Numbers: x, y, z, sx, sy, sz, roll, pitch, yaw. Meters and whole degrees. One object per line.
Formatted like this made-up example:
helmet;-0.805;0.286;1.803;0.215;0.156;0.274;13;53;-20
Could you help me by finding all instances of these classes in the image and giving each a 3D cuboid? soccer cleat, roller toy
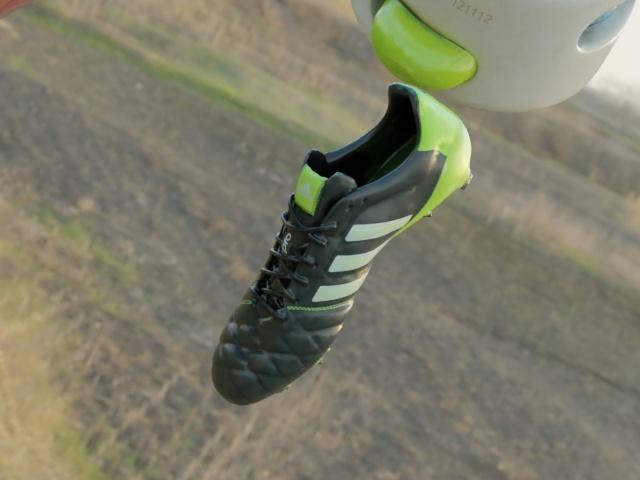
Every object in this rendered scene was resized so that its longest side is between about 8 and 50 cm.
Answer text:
soccer cleat;0.000;0.000;0.751;0.060;0.179;0.072;39;-1;42
roller toy;0.124;-0.199;1.042;0.191;0.146;0.209;2;55;-16

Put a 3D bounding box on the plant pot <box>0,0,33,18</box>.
plant pot;-0.217;-0.204;0.691;0.236;0.267;0.267;59;-26;-6
